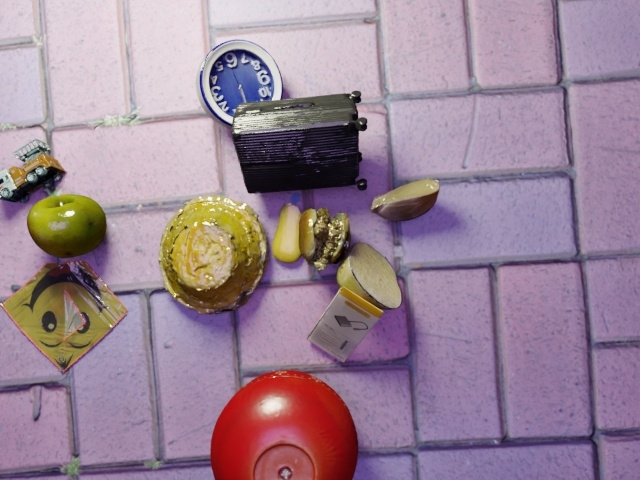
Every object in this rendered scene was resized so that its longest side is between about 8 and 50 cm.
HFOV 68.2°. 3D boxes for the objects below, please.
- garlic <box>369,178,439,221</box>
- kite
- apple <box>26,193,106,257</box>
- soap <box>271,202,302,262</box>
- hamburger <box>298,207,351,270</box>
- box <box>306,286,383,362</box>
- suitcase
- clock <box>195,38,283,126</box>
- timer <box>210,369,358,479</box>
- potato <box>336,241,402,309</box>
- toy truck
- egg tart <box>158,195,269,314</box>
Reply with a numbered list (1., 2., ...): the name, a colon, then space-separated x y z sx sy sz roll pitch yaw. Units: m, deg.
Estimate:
1. garlic: 0.234 -0.106 1.310 0.196 0.101 0.087 -15 57 8
2. kite: -0.748 0.220 1.376 0.378 0.013 0.327 -1 90 1
3. apple: -0.691 -0.039 1.297 0.197 0.196 0.156 -5 123 2
4. soap: -0.085 -0.019 1.351 0.089 0.033 0.168 14 89 -3
5. hamburger: 0.000 0.000 1.276 0.131 0.159 0.184 8 57 -16
6. box: 0.065 0.224 1.271 0.129 0.033 0.247 33 129 3
7. suitcase: -0.050 -0.248 1.244 0.335 0.229 0.152 -5 48 2
8. clock: -0.222 -0.422 1.294 0.231 0.083 0.230 -6 103 -29
9. timer: -0.091 0.533 1.220 0.378 0.279 0.377 0 90 -1
10. potato: 0.118 0.118 1.299 0.202 0.182 0.117 39 125 -19
11. toy truck: -0.845 -0.194 1.354 0.178 0.080 0.115 -33 83 0
12. egg tart: -0.305 0.041 1.308 0.342 0.132 0.341 0 90 2
